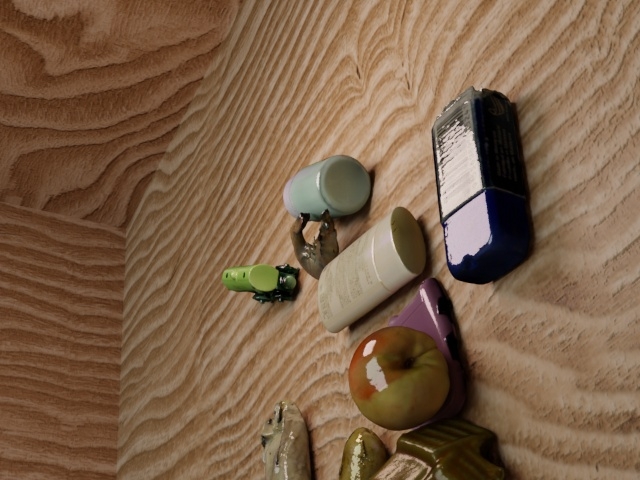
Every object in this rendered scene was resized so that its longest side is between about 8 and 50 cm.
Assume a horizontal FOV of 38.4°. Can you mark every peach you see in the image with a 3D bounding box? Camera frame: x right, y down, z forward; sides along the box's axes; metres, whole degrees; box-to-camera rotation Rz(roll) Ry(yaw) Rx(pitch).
[{"bbox_3d":[0.132,0.240,1.597,0.184,0.184,0.184,-41,42,53],"label":"peach"}]

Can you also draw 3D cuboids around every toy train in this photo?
[{"bbox_3d":[-0.163,0.105,2.400,0.253,0.157,0.105,-7,71,65],"label":"toy train"}]

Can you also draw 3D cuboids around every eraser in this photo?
[{"bbox_3d":[0.279,-0.101,1.610,0.155,0.101,0.332,-42,42,49],"label":"eraser"}]

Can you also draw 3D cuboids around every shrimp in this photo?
[{"bbox_3d":[-0.012,-0.006,2.125,0.145,0.059,0.254,31,146,31],"label":"shrimp"}]

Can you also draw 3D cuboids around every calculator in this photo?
[{"bbox_3d":[0.192,0.224,1.705,0.194,0.043,0.294,-53,35,41],"label":"calculator"}]

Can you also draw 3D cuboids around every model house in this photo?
[{"bbox_3d":[0.201,0.399,1.485,0.239,0.173,0.268,-44,22,-20],"label":"model house"}]

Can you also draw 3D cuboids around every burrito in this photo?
[{"bbox_3d":[-0.075,0.523,2.074,0.348,0.107,0.175,-103,19,-48],"label":"burrito"}]

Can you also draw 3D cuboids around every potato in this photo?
[{"bbox_3d":[0.079,0.454,1.797,0.107,0.080,0.171,14,89,53],"label":"potato"}]

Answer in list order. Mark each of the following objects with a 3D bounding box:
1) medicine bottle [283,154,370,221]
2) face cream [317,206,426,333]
[{"bbox_3d":[0.010,-0.116,2.155,0.225,0.139,0.139,-14,66,64],"label":"medicine bottle"},{"bbox_3d":[0.104,0.060,1.931,0.348,0.081,0.174,-43,40,52],"label":"face cream"}]
